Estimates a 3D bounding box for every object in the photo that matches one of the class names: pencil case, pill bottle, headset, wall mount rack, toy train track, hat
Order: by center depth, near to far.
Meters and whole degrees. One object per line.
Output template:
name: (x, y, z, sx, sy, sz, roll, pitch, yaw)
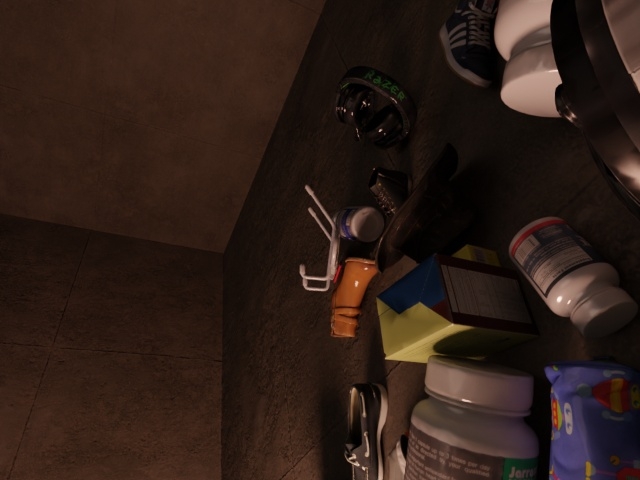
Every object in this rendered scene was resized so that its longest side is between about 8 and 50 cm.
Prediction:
pencil case: (0.366, 0.308, 0.559, 0.133, 0.120, 0.306, 135, 142, -73)
pill bottle: (0.388, 0.056, 0.649, 0.108, 0.108, 0.180, -62, 28, 33)
pill bottle: (0.414, -0.426, 0.671, 0.229, 0.229, 0.407, 2, 81, 67)
pill bottle: (0.244, 0.390, 0.693, 0.204, 0.204, 0.360, 174, 106, -66)
hat: (0.258, -0.040, 0.910, 0.134, 0.331, 0.331, 32, 115, 21)
headset: (0.165, -0.402, 1.271, 0.185, 0.243, 0.394, -56, 2, -11)
toy train track: (0.172, 0.030, 1.277, 0.048, 0.014, 0.083, -146, 75, -73)
pill bottle: (0.111, -0.055, 1.332, 0.187, 0.112, 0.111, -170, 92, -67)
wall mount rack: (0.000, 0.000, 1.378, 0.350, 0.131, 0.304, 89, -172, -74)

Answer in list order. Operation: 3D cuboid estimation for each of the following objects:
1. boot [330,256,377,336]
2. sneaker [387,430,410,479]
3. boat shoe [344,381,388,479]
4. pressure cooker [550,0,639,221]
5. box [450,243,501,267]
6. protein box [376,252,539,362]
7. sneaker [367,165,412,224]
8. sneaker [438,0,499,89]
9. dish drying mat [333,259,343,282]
boot: (0.092, 0.174, 1.244, 0.283, 0.109, 0.220, 140, 143, -64)
sneaker: (0.202, 0.552, 0.871, 0.262, 0.099, 0.121, -92, 18, -47)
boat shoe: (0.105, 0.527, 1.086, 0.114, 0.091, 0.302, 152, 126, -61)
pressure cooker: (0.419, -0.198, 0.344, 0.369, 0.376, 0.420, -56, 10, -27)
box: (0.277, 0.094, 0.913, 0.232, 0.087, 0.058, 131, 144, -50)
protein box: (0.251, 0.142, 0.800, 0.200, 0.201, 0.135, -49, 37, 49)
sneaker: (0.189, -0.097, 1.165, 0.083, 0.118, 0.221, -34, 48, 58)
sneaker: (0.368, -0.487, 0.971, 0.153, 0.099, 0.282, 124, 151, -45)
dish drying mat: (0.055, 0.097, 1.315, 0.032, 0.008, 0.083, -73, 1, -46)
